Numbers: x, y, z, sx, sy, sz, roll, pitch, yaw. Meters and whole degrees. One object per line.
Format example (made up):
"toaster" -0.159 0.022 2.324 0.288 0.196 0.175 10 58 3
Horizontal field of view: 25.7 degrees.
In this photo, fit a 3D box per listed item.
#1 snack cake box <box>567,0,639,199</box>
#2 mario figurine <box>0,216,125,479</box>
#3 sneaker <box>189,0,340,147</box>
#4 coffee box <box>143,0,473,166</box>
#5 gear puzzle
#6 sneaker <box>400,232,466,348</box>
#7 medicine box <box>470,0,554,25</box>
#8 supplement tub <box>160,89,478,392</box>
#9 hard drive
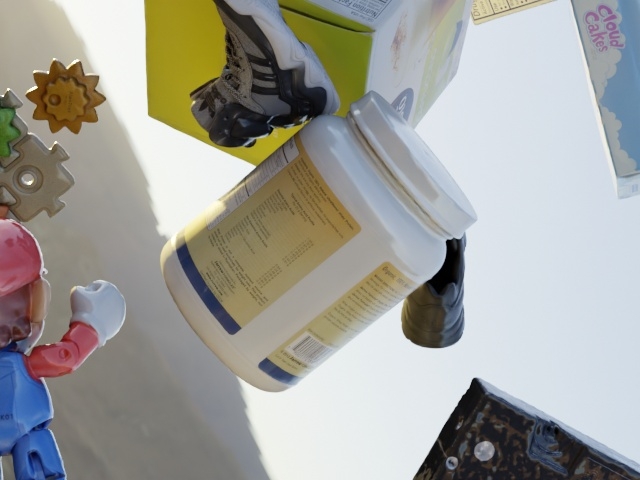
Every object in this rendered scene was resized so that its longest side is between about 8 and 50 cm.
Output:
"snack cake box" 0.389 -0.200 1.796 0.152 0.089 0.264 35 42 -73
"mario figurine" -0.293 0.136 1.332 0.170 0.198 0.320 -20 -106 50
"sneaker" -0.090 -0.191 1.567 0.268 0.153 0.101 47 14 -53
"coffee box" -0.009 -0.310 1.880 0.338 0.334 0.337 26 -37 16
"gear puzzle" -0.371 -0.070 1.549 0.175 0.339 0.044 51 5 -21
"sneaker" 0.156 0.000 1.891 0.130 0.109 0.286 92 -6 -52
"medicine box" 0.327 -0.500 2.117 0.289 0.149 0.263 -10 -71 44
"supplement tub" 0.000 0.000 1.614 0.228 0.316 0.228 48 12 -13
"hard drive" 0.152 0.318 1.223 0.237 0.339 0.064 28 6 -9
